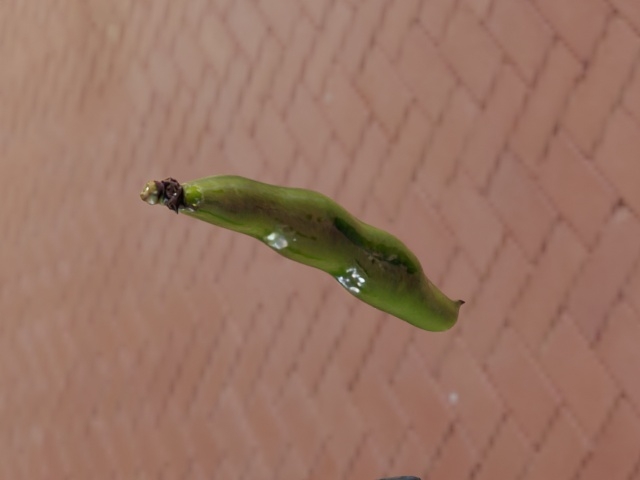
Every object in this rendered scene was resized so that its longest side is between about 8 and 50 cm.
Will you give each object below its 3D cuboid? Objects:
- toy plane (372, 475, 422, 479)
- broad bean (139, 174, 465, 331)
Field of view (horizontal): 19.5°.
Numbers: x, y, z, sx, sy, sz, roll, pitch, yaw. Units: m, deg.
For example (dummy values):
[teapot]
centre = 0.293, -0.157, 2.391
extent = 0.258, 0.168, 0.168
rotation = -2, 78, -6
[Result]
[toy plane]
centre = -0.038, 0.104, 0.305
extent = 0.096, 0.235, 0.060
rotation = 98, 148, -59
[broad bean]
centre = 0.001, -0.001, 1.348
extent = 0.043, 0.297, 0.060
rotation = 8, 75, 56
